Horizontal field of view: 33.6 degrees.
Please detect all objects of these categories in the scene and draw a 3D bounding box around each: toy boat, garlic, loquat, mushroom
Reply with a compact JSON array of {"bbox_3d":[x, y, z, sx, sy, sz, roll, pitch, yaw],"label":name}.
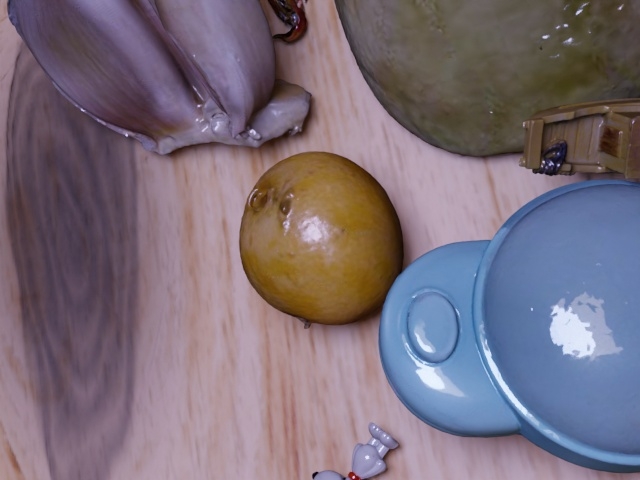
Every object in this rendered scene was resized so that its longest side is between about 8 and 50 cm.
[{"bbox_3d":[0.242,-0.074,0.785,0.200,0.077,0.057,-2,106,-11],"label":"toy boat"},{"bbox_3d":[-0.150,-0.189,0.918,0.210,0.292,0.237,-36,25,-1],"label":"garlic"},{"bbox_3d":[0.000,0.000,0.852,0.141,0.141,0.141,-6,71,18],"label":"loquat"},{"bbox_3d":[0.158,-0.197,0.833,0.291,0.212,0.218,-16,66,5],"label":"mushroom"}]

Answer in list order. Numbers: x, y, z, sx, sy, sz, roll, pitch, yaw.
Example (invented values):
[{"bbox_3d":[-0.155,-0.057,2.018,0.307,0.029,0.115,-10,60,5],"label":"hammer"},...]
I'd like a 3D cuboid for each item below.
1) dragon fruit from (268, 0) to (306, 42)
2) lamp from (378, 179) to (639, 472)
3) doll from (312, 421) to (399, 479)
[{"bbox_3d":[-0.043,-0.280,0.988,0.094,0.094,0.191,2,85,20],"label":"dragon fruit"},{"bbox_3d":[0.184,0.061,0.758,0.284,0.147,0.209,-11,65,16],"label":"lamp"},{"bbox_3d":[0.031,0.189,0.836,0.085,0.040,0.058,-38,54,6],"label":"doll"}]
